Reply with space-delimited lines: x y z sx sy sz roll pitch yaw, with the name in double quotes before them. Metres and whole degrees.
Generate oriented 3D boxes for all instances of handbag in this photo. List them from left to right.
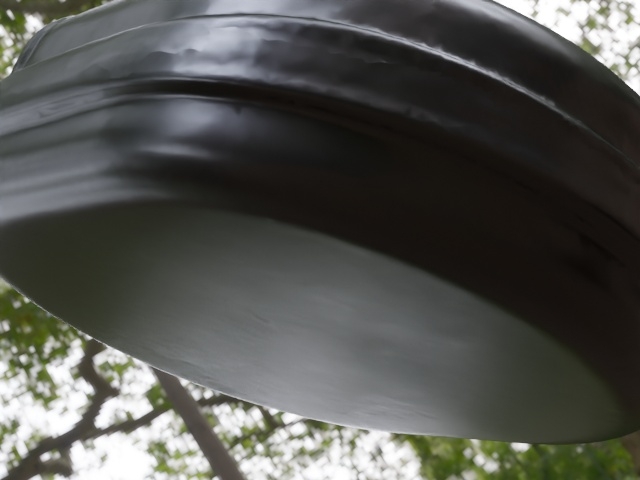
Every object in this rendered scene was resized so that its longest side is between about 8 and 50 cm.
"handbag" 0.001 -0.001 0.473 0.254 0.308 0.093 33 -114 -34
